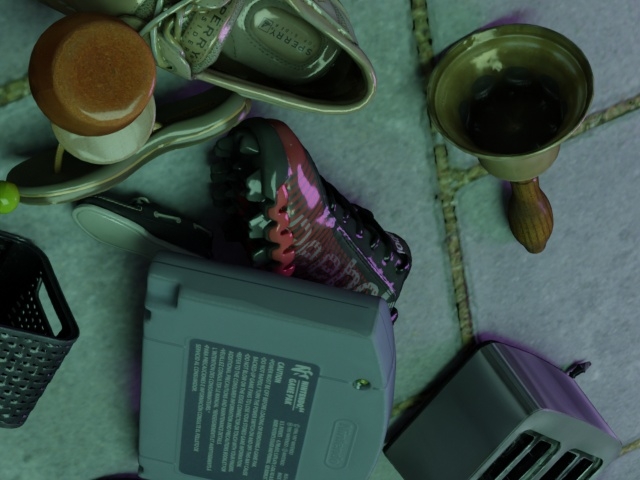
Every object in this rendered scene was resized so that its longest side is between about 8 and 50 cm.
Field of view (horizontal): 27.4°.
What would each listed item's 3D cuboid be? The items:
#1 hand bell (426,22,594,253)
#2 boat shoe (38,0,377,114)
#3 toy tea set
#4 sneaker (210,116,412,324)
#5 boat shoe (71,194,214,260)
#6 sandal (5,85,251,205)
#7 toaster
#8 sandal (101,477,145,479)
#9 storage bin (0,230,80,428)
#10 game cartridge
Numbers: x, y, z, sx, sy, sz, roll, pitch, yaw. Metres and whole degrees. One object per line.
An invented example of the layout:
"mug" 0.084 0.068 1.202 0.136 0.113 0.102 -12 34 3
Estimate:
"hand bell" 0.166 -0.055 1.085 0.126 0.126 0.242 -30 148 -5
"boat shoe" -0.085 -0.156 0.836 0.302 0.098 0.109 20 114 -40
"toy tea set" -0.261 -0.105 0.750 0.336 0.124 0.200 25 89 -18
"sneaker" 0.000 0.000 1.018 0.135 0.098 0.276 -24 137 -10
"boat shoe" -0.129 -0.011 0.976 0.125 0.038 0.046 26 153 -36
"sandal" -0.135 -0.077 0.900 0.180 0.072 0.049 -25 119 -12
"toaster" 0.184 0.193 1.277 0.168 0.110 0.186 27 110 -43
"sandal" -0.224 0.252 1.139 0.179 0.040 0.067 -10 130 -23
"storage bin" -0.269 0.046 0.883 0.180 0.122 0.084 19 115 -39
"game cartridge" -0.043 0.126 1.031 0.196 0.060 0.294 16 140 3
